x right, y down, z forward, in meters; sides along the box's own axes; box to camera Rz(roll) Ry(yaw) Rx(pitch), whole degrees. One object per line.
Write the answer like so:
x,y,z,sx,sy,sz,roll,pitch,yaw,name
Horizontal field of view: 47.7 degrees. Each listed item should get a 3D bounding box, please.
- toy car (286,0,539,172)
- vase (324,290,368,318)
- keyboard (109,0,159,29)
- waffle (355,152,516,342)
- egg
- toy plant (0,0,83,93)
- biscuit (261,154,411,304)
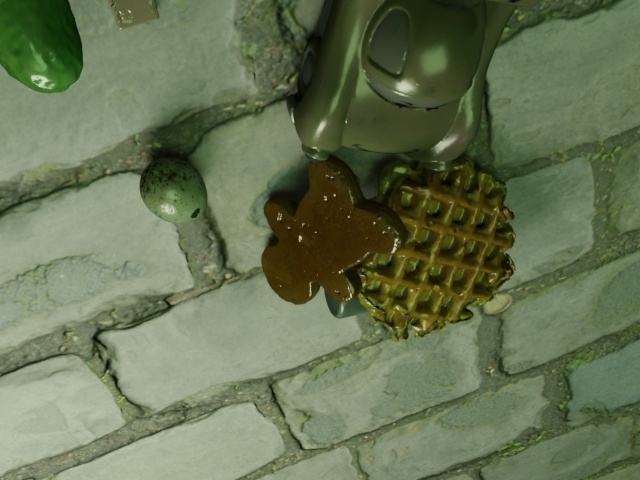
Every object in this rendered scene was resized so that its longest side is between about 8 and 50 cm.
0.117,-0.230,0.880,0.242,0.226,0.336,3,126,-21,toy car
0.118,0.073,1.233,0.214,0.086,0.086,-9,131,-18,vase
-0.234,-0.324,0.822,0.055,0.017,0.166,-20,132,-9,keyboard
0.183,0.008,1.158,0.302,0.068,0.325,-31,121,-9,waffle
-0.201,-0.067,1.000,0.085,0.085,0.110,-28,146,4,egg
-0.331,-0.350,0.659,0.317,0.211,0.356,25,127,4,toy plant
0.000,0.000,1.072,0.049,0.197,0.301,-33,169,-40,biscuit
